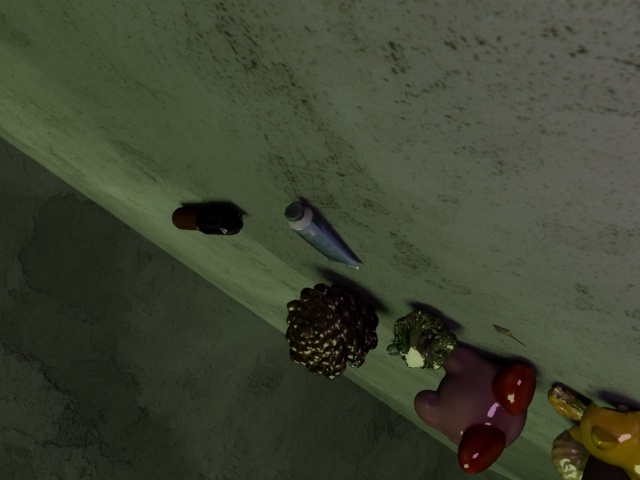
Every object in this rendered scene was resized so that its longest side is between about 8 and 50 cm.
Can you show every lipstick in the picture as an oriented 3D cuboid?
[{"bbox_3d":[-0.317,-0.056,1.689,0.077,0.077,0.418,39,164,-26],"label":"lipstick"}]

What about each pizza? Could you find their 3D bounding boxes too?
[{"bbox_3d":[0.558,0.367,1.403,0.099,0.035,0.160,21,162,34],"label":"pizza"}]

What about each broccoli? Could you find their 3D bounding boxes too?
[{"bbox_3d":[0.233,0.223,1.422,0.146,0.138,0.162,23,126,11],"label":"broccoli"}]

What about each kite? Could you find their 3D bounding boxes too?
[{"bbox_3d":[0.378,0.191,1.265,0.078,0.002,0.044,40,163,-27],"label":"kite"}]

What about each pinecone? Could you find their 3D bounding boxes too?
[{"bbox_3d":[0.039,0.234,1.619,0.257,0.243,0.243,16,172,-26],"label":"pinecone"}]

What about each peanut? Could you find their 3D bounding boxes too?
[{"bbox_3d":[0.716,0.581,1.585,0.325,0.140,0.153,31,139,-15],"label":"peanut"}]

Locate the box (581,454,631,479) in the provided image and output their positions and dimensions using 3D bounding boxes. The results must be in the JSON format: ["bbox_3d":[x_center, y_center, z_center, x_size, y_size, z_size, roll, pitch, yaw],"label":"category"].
[{"bbox_3d":[0.703,0.591,1.346,0.301,0.216,0.300,15,139,13],"label":"box"}]

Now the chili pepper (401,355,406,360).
[{"bbox_3d":[0.279,0.361,1.926,0.118,0.035,0.055,-1,128,57],"label":"chili pepper"}]

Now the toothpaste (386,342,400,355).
[{"bbox_3d":[0.245,0.314,1.837,0.062,0.039,0.239,28,163,-3],"label":"toothpaste"}]

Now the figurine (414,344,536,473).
[{"bbox_3d":[0.385,0.397,1.470,0.211,0.269,0.261,34,175,-29],"label":"figurine"}]

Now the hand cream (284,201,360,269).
[{"bbox_3d":[0.000,0.000,1.299,0.088,0.055,0.256,12,158,33],"label":"hand cream"}]

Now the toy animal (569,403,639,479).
[{"bbox_3d":[0.621,0.412,1.236,0.230,0.156,0.156,27,164,5],"label":"toy animal"}]
